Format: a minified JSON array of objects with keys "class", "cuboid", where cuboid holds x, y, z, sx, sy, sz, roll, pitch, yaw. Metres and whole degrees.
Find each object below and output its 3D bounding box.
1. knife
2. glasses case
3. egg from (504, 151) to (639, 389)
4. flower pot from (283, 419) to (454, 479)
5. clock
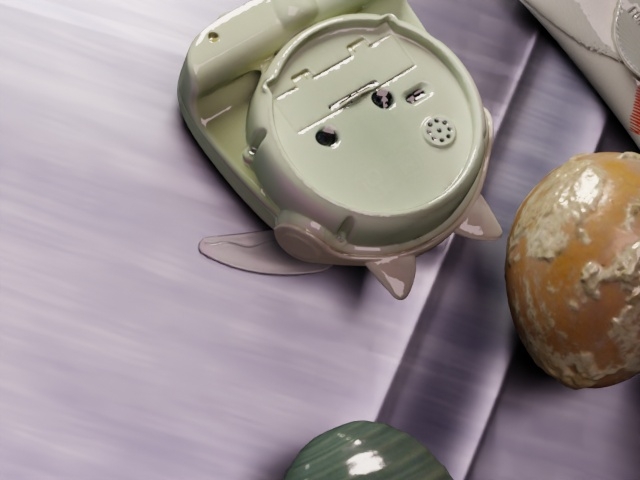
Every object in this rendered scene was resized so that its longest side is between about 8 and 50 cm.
[{"class":"knife","cuboid":[0.001,0.002,1.604,0.244,0.032,0.058,-12,85,-16]},{"class":"glasses case","cuboid":[0.336,-0.204,1.731,0.128,0.083,0.308,-39,91,-23]},{"class":"egg","cuboid":[0.279,0.028,1.598,0.203,0.203,0.245,18,83,-14]},{"class":"flower pot","cuboid":[0.055,0.285,1.464,0.157,0.189,0.243,-27,86,-24]},{"class":"clock","cuboid":[0.041,-0.108,1.576,0.265,0.108,0.324,-32,79,-23]}]
